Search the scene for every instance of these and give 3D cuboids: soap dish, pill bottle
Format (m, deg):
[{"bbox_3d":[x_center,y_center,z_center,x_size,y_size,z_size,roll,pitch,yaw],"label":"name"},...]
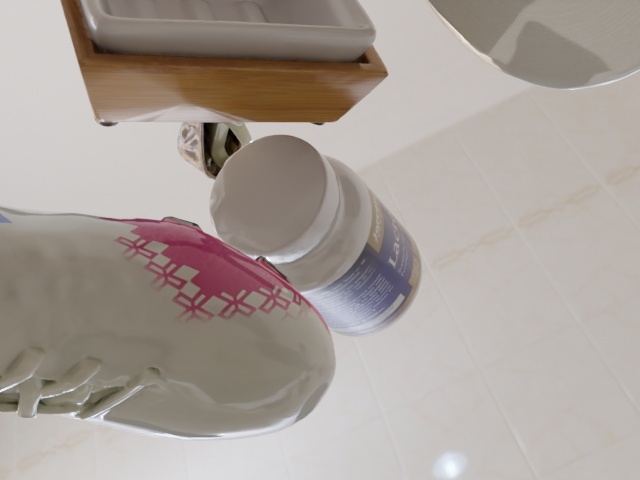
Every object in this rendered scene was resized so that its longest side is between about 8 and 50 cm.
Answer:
[{"bbox_3d":[-0.108,-0.211,0.864,0.291,0.229,0.118,-3,-44,-25],"label":"soap dish"},{"bbox_3d":[0.000,0.000,0.943,0.153,0.153,0.265,-33,-29,10],"label":"pill bottle"}]

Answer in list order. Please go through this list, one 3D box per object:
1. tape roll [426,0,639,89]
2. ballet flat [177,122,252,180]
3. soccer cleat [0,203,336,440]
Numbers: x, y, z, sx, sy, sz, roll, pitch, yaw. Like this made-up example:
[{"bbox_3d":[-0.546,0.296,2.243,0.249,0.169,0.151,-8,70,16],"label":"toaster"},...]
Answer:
[{"bbox_3d":[0.185,-0.314,0.705,0.072,0.392,0.392,-26,-46,-25],"label":"tape roll"},{"bbox_3d":[-0.122,-0.182,1.188,0.108,0.106,0.316,-31,-17,-24],"label":"ballet flat"},{"bbox_3d":[-0.159,0.038,0.382,0.331,0.143,0.116,19,-59,-3],"label":"soccer cleat"}]
